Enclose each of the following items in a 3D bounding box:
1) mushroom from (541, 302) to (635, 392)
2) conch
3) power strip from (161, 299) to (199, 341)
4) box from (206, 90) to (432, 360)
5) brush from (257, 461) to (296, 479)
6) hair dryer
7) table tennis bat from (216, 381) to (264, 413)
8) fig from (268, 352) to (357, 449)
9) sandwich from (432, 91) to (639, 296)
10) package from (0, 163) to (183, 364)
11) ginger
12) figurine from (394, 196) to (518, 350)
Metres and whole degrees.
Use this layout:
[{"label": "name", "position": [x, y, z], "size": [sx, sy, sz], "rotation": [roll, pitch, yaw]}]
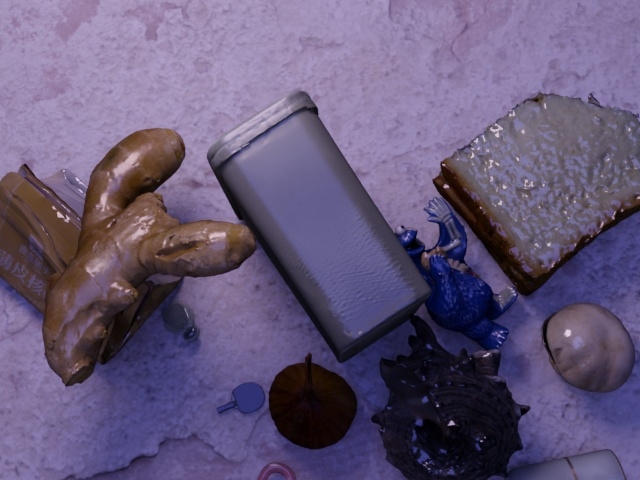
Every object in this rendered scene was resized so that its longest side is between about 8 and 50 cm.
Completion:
[{"label": "mushroom", "position": [0.427, 0.176, 1.365], "size": [0.154, 0.122, 0.154], "rotation": [17, 48, -21]}, {"label": "conch", "position": [0.184, 0.262, 1.297], "size": [0.240, 0.313, 0.186], "rotation": [-2, 42, 24]}, {"label": "power strip", "position": [-0.236, 0.141, 1.449], "size": [0.055, 0.035, 0.083], "rotation": [-43, 66, -7]}, {"label": "box", "position": [0.000, 0.000, 1.306], "size": [0.177, 0.352, 0.344], "rotation": [-32, 80, -5]}, {"label": "brush", "position": [-0.102, 0.470, 1.356], "size": [0.103, 0.047, 0.233], "rotation": [20, 78, 7]}, {"label": "hair dryer", "position": [0.407, 0.515, 1.302], "size": [0.173, 0.107, 0.357], "rotation": [-12, 83, 3]}, {"label": "table tennis bat", "position": [-0.134, 0.269, 1.422], "size": [0.083, 0.007, 0.050], "rotation": [-23, 77, -4]}, {"label": "fig", "position": [-0.010, 0.250, 1.326], "size": [0.146, 0.201, 0.134], "rotation": [16, 69, 0]}, {"label": "sandwich", "position": [0.389, -0.104, 1.421], "size": [0.325, 0.131, 0.262], "rotation": [-37, 77, -3]}, {"label": "package", "position": [-0.419, 0.025, 1.412], "size": [0.311, 0.165, 0.221], "rotation": [41, 82, 11]}, {"label": "ginger", "position": [-0.305, 0.003, 1.265], "size": [0.348, 0.122, 0.363], "rotation": [-36, 56, -3]}, {"label": "figurine", "position": [0.200, 0.067, 1.369], "size": [0.262, 0.120, 0.164], "rotation": [49, 40, -12]}]
